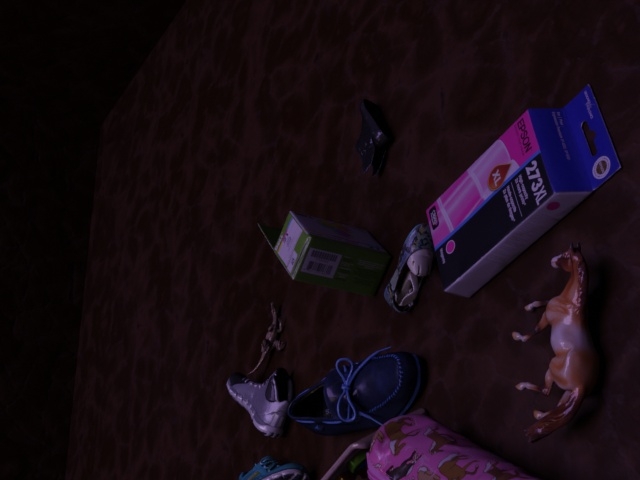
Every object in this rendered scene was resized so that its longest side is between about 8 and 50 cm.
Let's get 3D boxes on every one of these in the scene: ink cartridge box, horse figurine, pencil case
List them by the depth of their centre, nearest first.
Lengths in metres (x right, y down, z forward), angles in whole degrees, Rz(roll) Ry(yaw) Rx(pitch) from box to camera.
[{"bbox_3d":[0.341,0.155,1.387,0.174,0.066,0.263,138,140,-56],"label":"horse figurine"},{"bbox_3d":[0.213,0.373,1.402,0.160,0.167,0.386,-58,25,-7],"label":"pencil case"},{"bbox_3d":[0.312,-0.077,1.560,0.371,0.069,0.176,-46,40,40],"label":"ink cartridge box"},{"bbox_3d":[0.000,0.000,1.960,0.097,0.188,0.255,-67,28,18],"label":"ink cartridge box"}]

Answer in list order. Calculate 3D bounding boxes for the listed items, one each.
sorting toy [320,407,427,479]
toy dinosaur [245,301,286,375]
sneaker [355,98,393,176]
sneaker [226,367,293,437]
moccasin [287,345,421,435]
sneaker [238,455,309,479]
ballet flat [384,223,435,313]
[{"bbox_3d":[0.076,0.377,1.667,0.038,0.193,0.208,53,128,18],"label":"sorting toy"},{"bbox_3d":[-0.116,0.237,2.234,0.092,0.053,0.183,178,111,-78],"label":"toy dinosaur"},{"bbox_3d":[0.100,-0.217,2.028,0.089,0.051,0.170,-53,38,28],"label":"sneaker"},{"bbox_3d":[-0.121,0.326,2.162,0.228,0.086,0.132,41,109,49],"label":"sneaker"},{"bbox_3d":[0.054,0.297,1.795,0.342,0.116,0.138,-43,42,46],"label":"moccasin"},{"bbox_3d":[-0.114,0.504,2.035,0.275,0.107,0.110,-37,36,50],"label":"sneaker"},{"bbox_3d":[0.170,0.057,1.744,0.070,0.070,0.188,-108,27,-46],"label":"ballet flat"}]
